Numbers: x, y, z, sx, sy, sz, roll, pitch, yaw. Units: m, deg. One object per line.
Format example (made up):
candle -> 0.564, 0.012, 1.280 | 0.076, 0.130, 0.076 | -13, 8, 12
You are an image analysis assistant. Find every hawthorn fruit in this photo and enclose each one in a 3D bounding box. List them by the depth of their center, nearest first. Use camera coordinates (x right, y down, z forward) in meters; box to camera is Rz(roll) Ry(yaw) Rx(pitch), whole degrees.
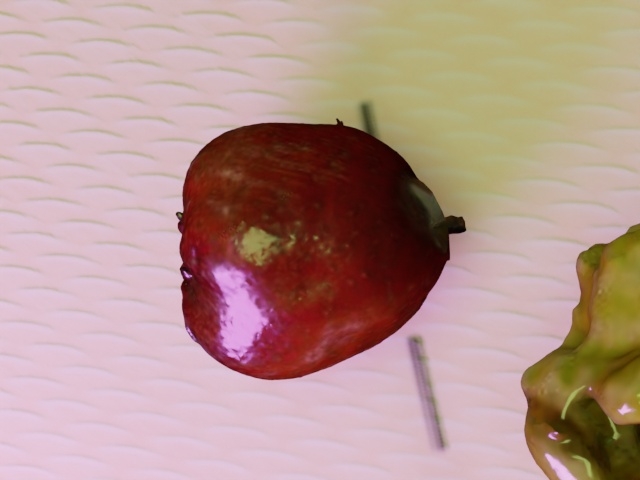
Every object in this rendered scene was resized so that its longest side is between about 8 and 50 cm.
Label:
hawthorn fruit -> 0.000, 0.000, 1.163 | 0.202, 0.185, 0.185 | -9, 88, 1

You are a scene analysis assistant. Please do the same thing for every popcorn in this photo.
popcorn -> 0.246, 0.096, 1.067 | 0.195, 0.255, 0.256 | 17, 123, 30
